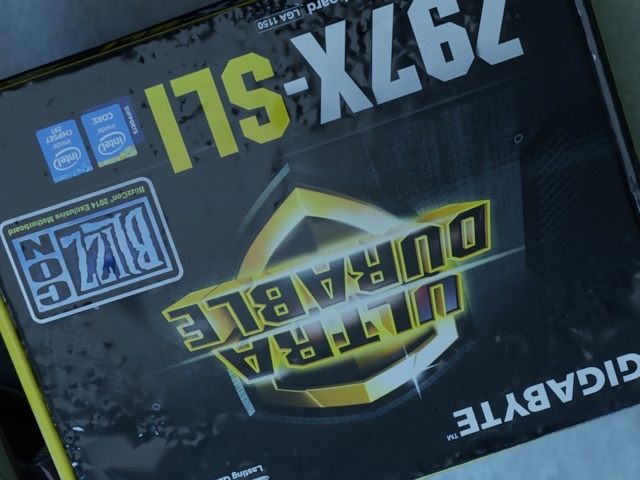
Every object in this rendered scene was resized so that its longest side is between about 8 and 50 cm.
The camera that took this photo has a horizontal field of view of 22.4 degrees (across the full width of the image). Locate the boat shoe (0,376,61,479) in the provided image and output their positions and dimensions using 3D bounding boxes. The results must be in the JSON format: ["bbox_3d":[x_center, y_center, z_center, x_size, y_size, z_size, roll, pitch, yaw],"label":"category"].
[{"bbox_3d":[-0.145,0.138,0.925,0.285,0.103,0.092,20,117,13],"label":"boat shoe"}]

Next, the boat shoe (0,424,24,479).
[{"bbox_3d":[-0.184,0.195,0.842,0.121,0.110,0.341,-37,88,27],"label":"boat shoe"}]

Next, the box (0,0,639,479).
[{"bbox_3d":[0.000,0.000,0.810,0.322,0.079,0.257,-18,101,3],"label":"box"}]
